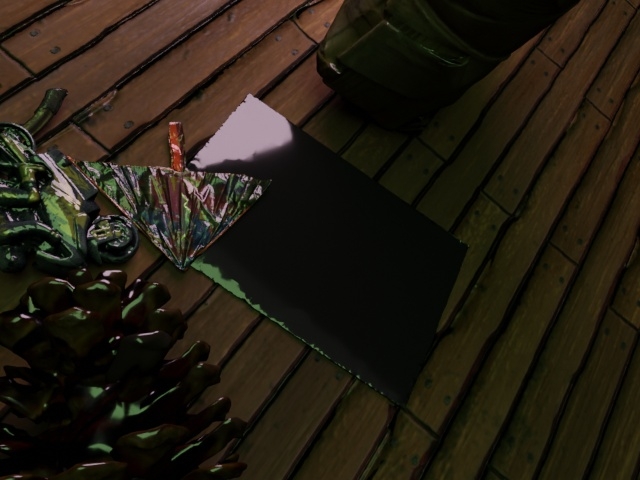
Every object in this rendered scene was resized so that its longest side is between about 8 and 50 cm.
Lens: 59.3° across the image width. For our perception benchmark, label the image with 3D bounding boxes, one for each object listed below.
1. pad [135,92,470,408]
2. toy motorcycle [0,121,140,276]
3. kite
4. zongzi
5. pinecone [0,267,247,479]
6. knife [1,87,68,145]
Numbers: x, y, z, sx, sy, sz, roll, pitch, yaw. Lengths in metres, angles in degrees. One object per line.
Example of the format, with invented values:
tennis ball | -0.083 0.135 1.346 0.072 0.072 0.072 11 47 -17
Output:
pad | 0.000 0.000 0.691 0.367 0.007 0.248 34 61 -5
toy motorcycle | -0.282 -0.026 0.556 0.193 0.061 0.124 43 53 -11
kite | -0.167 -0.055 0.640 0.232 0.009 0.189 2 68 -21
zongzi | 0.250 -0.415 0.712 0.218 0.466 0.500 38 56 -27
pinecone | -0.175 0.150 0.429 0.246 0.246 0.292 -3 58 -23
knife | -0.339 -0.085 0.582 0.045 0.021 0.222 36 61 -22
